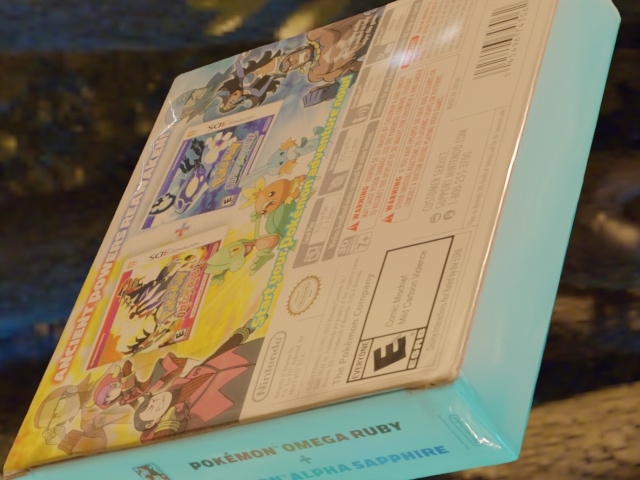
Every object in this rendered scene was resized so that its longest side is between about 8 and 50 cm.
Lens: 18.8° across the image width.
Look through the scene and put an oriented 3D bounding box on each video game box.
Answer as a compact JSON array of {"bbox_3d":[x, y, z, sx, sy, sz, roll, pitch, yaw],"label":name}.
[{"bbox_3d":[0.000,0.000,0.675,0.187,0.048,0.205,-13,-139,33],"label":"video game box"}]

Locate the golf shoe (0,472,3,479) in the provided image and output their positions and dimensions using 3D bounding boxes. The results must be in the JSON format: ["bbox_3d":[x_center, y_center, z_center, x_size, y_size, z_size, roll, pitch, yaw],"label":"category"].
[{"bbox_3d":[-0.215,0.139,0.940,0.077,0.198,0.094,-54,-134,18],"label":"golf shoe"}]
